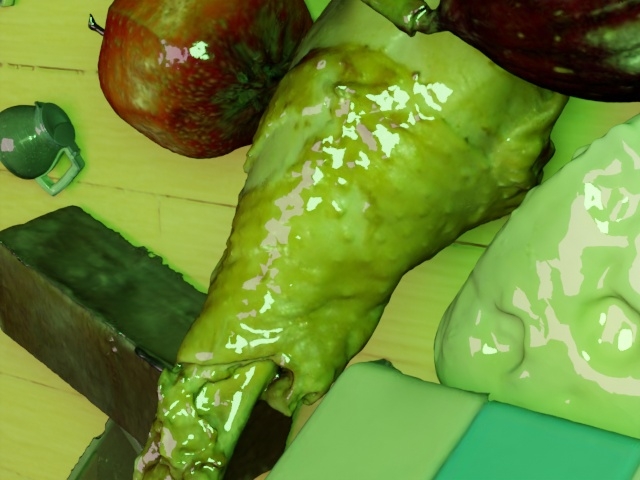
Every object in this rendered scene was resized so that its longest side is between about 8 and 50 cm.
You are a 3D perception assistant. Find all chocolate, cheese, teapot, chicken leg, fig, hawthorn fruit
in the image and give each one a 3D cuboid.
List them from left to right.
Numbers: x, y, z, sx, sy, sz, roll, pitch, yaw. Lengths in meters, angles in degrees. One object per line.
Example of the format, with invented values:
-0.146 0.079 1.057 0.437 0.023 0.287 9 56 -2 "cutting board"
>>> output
-0.243 -0.083 1.521 0.057 0.066 0.088 -25 105 28 "teapot"
-0.148 0.092 1.438 0.321 0.112 0.112 31 129 35 "chocolate"
-0.101 -0.146 1.292 0.194 0.157 0.157 17 112 38 "hawthorn fruit"
0.000 0.000 1.164 0.409 0.182 0.295 -61 16 -10 "chicken leg"
0.134 -0.149 0.931 0.203 0.249 0.186 57 -175 -22 "fig"
0.189 0.064 1.055 0.248 0.174 0.251 -30 85 43 "cheese"

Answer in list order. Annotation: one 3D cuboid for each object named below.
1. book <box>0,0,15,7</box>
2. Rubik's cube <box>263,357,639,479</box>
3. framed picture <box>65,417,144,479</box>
-0.349 -0.384 1.571 0.322 0.018 0.228 40 124 30 "book"
0.115 0.326 0.983 0.347 0.344 0.346 11 145 44 "Rubik's cube"
-0.186 0.314 1.588 0.211 0.020 0.289 52 131 21 "framed picture"
